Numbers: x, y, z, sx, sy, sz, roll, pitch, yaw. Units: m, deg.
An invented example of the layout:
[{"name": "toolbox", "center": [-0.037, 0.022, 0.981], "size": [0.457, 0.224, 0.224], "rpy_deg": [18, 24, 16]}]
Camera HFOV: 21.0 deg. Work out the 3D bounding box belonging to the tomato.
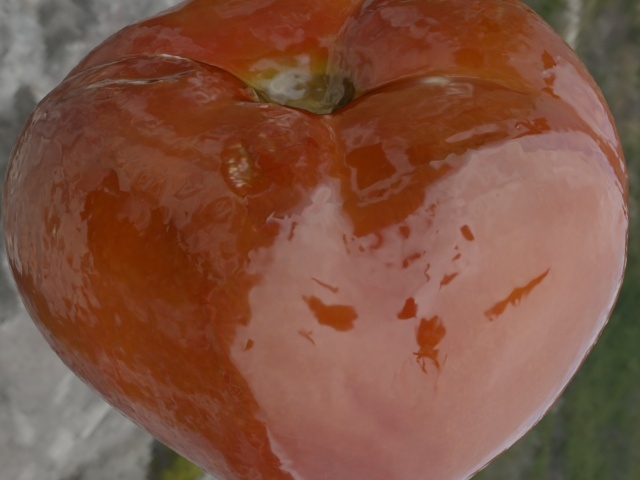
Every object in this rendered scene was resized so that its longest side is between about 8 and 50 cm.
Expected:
[{"name": "tomato", "center": [0.003, -0.002, 0.693], "size": [0.260, 0.260, 0.180], "rpy_deg": [-39, 137, -37]}]
